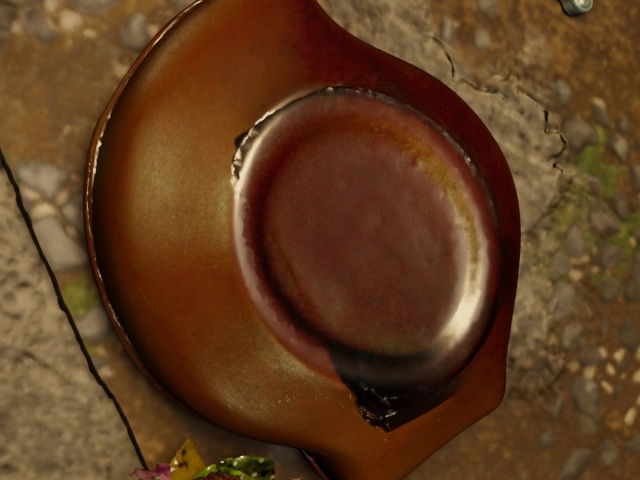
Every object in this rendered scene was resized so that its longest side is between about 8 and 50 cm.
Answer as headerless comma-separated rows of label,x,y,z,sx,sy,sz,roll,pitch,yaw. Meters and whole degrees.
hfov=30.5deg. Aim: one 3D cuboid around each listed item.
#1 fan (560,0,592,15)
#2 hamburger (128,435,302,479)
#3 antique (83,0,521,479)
fan,0.096,-0.201,0.713,0.193,0.016,0.038,36,76,-19
hamburger,-0.038,0.188,0.583,0.189,0.093,0.164,-81,150,-46
antique,0.000,0.000,0.616,0.223,0.129,0.278,-29,104,-22
